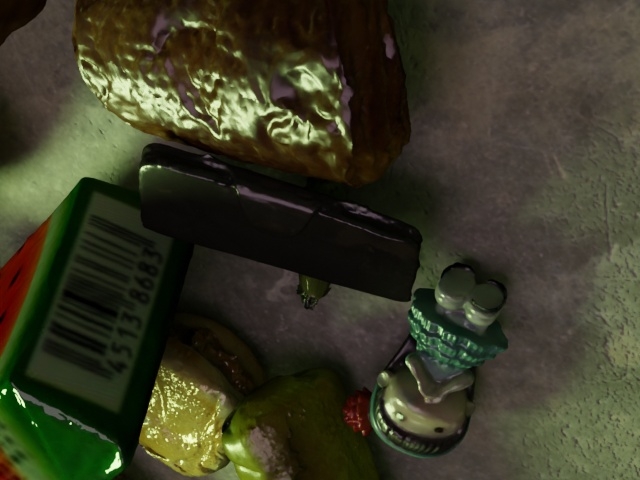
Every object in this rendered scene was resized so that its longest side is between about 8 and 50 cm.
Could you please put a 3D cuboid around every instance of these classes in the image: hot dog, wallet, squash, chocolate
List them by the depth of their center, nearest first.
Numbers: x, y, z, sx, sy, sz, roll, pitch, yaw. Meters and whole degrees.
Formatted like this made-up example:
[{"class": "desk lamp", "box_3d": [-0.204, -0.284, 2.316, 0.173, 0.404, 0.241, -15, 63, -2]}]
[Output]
[{"class": "hot dog", "box_3d": [-0.072, -0.186, 1.500, 0.387, 0.174, 0.267, 17, 127, 32]}, {"class": "wallet", "box_3d": [-0.045, -0.013, 1.578, 0.309, 0.042, 0.165, 17, 156, 5]}, {"class": "squash", "box_3d": [0.000, 0.000, 1.662, 0.052, 0.052, 0.183, 19, 127, 16]}, {"class": "chocolate", "box_3d": [-0.309, 0.143, 1.707, 0.161, 0.360, 0.341, 32, 134, -20]}]

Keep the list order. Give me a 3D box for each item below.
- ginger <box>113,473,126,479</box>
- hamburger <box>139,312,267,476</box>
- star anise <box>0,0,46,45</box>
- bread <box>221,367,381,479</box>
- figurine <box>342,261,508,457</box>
[{"class": "ginger", "box_3d": [-0.426, 0.336, 2.036, 0.418, 0.176, 0.254, 2, 96, 15]}, {"class": "hamburger", "box_3d": [-0.163, 0.188, 1.841, 0.214, 0.108, 0.213, 14, 126, 20]}, {"class": "star anise", "box_3d": [-0.336, -0.359, 1.518, 0.237, 0.148, 0.346, -15, 93, 39]}, {"class": "bread", "box_3d": [0.012, 0.331, 1.803, 0.112, 0.166, 0.383, 24, 139, 56]}, {"class": "figurine", "box_3d": [0.122, 0.134, 1.657, 0.138, 0.110, 0.245, 28, 126, 11]}]
